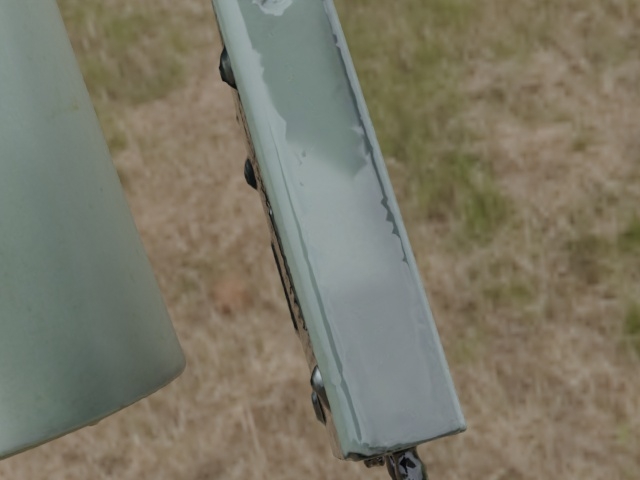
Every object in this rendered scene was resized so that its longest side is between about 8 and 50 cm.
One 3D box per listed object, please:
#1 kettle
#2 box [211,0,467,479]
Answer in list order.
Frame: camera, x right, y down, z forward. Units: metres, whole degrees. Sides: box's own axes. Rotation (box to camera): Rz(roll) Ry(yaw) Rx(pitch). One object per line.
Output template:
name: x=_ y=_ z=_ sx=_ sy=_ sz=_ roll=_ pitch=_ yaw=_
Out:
kettle: x=-0.254 y=-0.064 z=0.802 sx=0.250 sy=0.376 sz=0.361 roll=-15 pitch=4 yaw=16
box: x=0.000 y=0.000 z=0.660 sx=0.045 sy=0.211 sz=0.270 roll=-16 pitch=-5 yaw=-3
